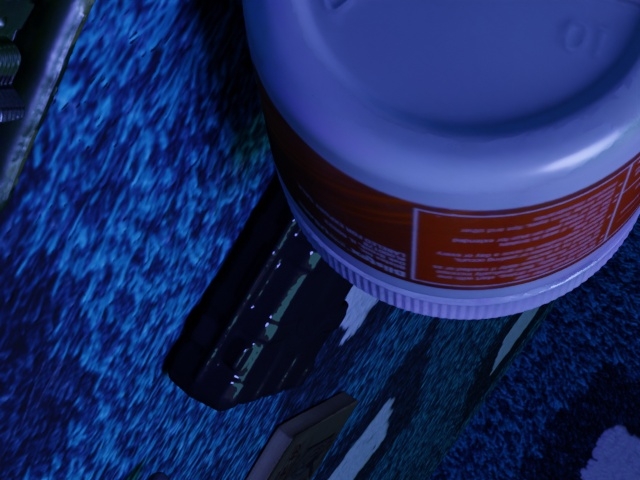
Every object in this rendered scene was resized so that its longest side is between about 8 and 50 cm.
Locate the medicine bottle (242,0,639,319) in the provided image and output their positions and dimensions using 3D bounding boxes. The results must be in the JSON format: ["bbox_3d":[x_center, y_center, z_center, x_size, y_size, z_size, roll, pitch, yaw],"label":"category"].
[{"bbox_3d":[0.088,-0.104,0.875,0.252,0.252,0.241,-53,165,-15],"label":"medicine bottle"}]

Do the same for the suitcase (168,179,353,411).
[{"bbox_3d":[0.000,0.000,1.187,0.285,0.066,0.206,-59,166,9],"label":"suitcase"}]

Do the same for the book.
[{"bbox_3d":[-0.036,0.260,1.716,0.161,0.026,0.231,-60,165,14],"label":"book"}]

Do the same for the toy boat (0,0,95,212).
[{"bbox_3d":[-0.131,-0.080,0.609,0.210,0.052,0.104,-61,163,19],"label":"toy boat"}]

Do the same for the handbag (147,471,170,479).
[{"bbox_3d":[-0.191,0.324,1.168,0.269,0.118,0.326,-52,168,11],"label":"handbag"}]
